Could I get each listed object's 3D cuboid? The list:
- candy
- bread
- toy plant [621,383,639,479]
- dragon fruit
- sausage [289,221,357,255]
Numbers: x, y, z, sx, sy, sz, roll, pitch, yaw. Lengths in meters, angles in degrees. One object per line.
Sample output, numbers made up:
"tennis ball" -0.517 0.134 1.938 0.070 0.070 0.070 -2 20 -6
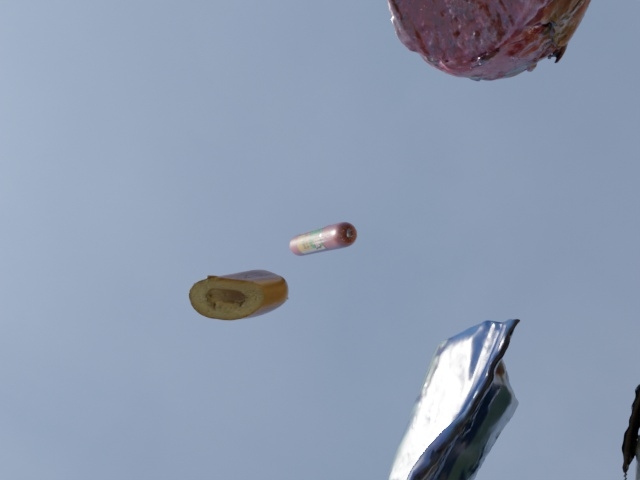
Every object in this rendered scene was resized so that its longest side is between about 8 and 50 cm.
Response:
"candy" 0.112 0.155 0.644 0.187 0.077 0.331 -63 -17 -3
"bread" -0.086 0.062 0.852 0.103 0.062 0.049 -9 -70 -49
"toy plant" 0.441 0.209 0.612 0.332 0.247 0.247 15 -98 -17
"dragon fruit" 0.157 -0.265 0.736 0.147 0.282 0.211 -12 -95 -43
"sausage" 0.000 0.000 0.915 0.029 0.223 0.029 1 -95 -17
